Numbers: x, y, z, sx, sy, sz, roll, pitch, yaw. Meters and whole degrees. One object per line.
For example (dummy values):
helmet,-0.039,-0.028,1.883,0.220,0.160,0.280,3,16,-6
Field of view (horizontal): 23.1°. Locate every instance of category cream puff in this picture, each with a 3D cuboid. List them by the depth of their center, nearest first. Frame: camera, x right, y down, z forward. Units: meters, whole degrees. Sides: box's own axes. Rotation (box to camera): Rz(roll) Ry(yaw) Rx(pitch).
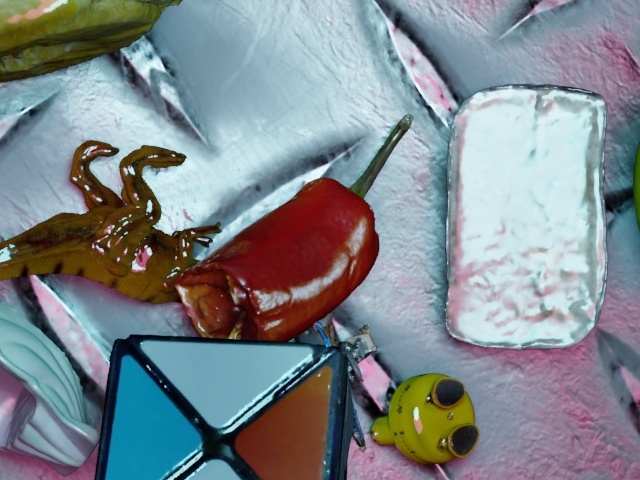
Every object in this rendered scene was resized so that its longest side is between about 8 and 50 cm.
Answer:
cream puff,-0.312,-0.298,1.626,0.343,0.327,0.231,-16,88,34

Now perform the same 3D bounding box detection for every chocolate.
chocolate,0.235,-0.025,1.800,0.185,0.100,0.303,2,87,4

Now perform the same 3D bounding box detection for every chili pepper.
chili pepper,-0.001,0.003,1.749,0.338,0.134,0.131,-39,102,-38

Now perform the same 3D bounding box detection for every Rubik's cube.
Rubik's cube,-0.094,0.254,1.636,0.246,0.248,0.250,2,64,4

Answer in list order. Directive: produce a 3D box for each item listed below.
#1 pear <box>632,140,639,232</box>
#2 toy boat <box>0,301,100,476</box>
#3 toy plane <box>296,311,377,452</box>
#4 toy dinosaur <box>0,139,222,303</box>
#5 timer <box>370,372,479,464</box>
pear,0.489,-0.061,1.748,0.294,0.294,0.294,0,90,-7
toy boat,-0.362,0.140,1.705,0.290,0.199,0.100,38,53,-5
toy plane,0.013,0.163,1.792,0.135,0.062,0.188,-17,95,21
toy dinosaur,-0.242,-0.017,1.727,0.432,0.097,0.208,9,77,-25
timer,0.121,0.206,1.801,0.107,0.109,0.107,8,77,-34
